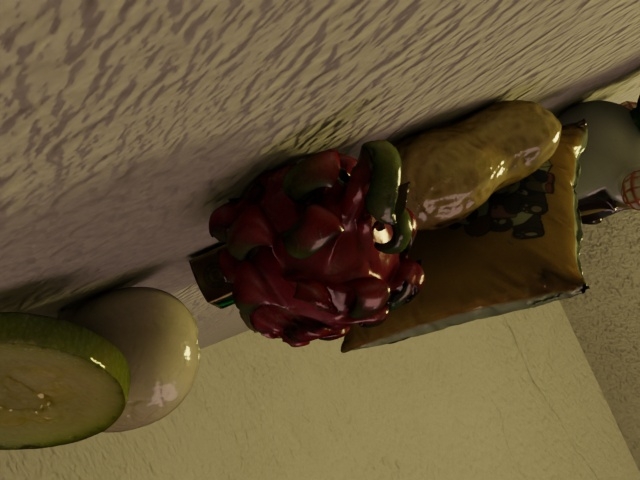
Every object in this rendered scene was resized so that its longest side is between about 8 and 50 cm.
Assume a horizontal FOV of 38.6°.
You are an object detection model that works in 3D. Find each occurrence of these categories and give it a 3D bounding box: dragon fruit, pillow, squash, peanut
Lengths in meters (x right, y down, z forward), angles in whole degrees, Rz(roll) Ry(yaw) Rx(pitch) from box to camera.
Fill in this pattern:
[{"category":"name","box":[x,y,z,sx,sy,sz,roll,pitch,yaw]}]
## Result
[{"category":"dragon fruit","box":[-0.004,0.009,0.903,0.198,0.218,0.273,-60,171,-8]},{"category":"pillow","box":[0.184,-0.009,1.143,0.312,0.119,0.310,-18,-142,31]},{"category":"squash","box":[-0.333,0.159,0.996,0.252,0.048,0.252,-4,144,-3]},{"category":"peanut","box":[0.171,-0.088,1.035,0.237,0.110,0.120,-24,165,-12]}]

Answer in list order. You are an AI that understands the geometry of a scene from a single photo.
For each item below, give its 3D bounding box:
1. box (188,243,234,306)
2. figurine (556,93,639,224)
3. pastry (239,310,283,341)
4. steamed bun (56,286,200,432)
[{"category":"box","box":[-0.050,0.015,1.250,0.240,0.071,0.159,-24,176,-2]},{"category":"figurine","box":[0.447,-0.153,1.289,0.370,0.167,0.281,-37,-163,31]},{"category":"pastry","box":[-0.033,0.072,1.384,0.193,0.093,0.182,-23,-153,0]},{"category":"steamed bun","box":[-0.267,0.150,1.160,0.228,0.177,0.131,-22,154,31]}]
